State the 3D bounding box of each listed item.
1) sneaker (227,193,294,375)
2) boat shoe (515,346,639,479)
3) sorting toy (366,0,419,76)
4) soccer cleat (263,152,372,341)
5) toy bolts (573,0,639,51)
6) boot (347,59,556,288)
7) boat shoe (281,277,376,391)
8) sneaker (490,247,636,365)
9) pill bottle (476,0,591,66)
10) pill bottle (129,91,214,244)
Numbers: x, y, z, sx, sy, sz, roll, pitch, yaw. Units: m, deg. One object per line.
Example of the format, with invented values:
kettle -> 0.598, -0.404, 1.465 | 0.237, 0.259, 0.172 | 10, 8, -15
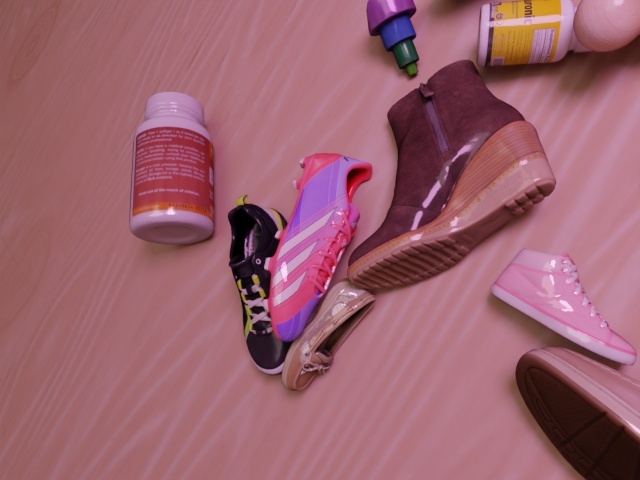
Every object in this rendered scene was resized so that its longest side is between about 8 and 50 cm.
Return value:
sneaker -> -0.089, 0.056, 0.569 | 0.084, 0.097, 0.235 | -19, 69, 25
boat shoe -> 0.298, 0.176, 0.326 | 0.098, 0.109, 0.302 | -34, 48, -23
sorting toy -> 0.231, -0.302, 0.500 | 0.365, 0.127, 0.126 | -21, 97, 27
soccer cleat -> 0.000, 0.000, 0.526 | 0.094, 0.083, 0.248 | 5, 63, 16
toy bolts -> 0.327, -0.192, 0.339 | 0.158, 0.218, 0.229 | -33, 55, 3
boot -> 0.116, -0.076, 0.513 | 0.248, 0.090, 0.207 | -33, 51, 20
boat shoe -> 0.009, 0.120, 0.523 | 0.048, 0.056, 0.153 | 32, 86, 36
sneaker -> 0.236, 0.054, 0.411 | 0.134, 0.051, 0.070 | 35, 100, 36
pill bottle -> 0.233, -0.226, 0.475 | 0.116, 0.065, 0.065 | 3, 78, 16
pill bottle -> -0.227, -0.111, 0.678 | 0.121, 0.121, 0.217 | -13, 71, 26
